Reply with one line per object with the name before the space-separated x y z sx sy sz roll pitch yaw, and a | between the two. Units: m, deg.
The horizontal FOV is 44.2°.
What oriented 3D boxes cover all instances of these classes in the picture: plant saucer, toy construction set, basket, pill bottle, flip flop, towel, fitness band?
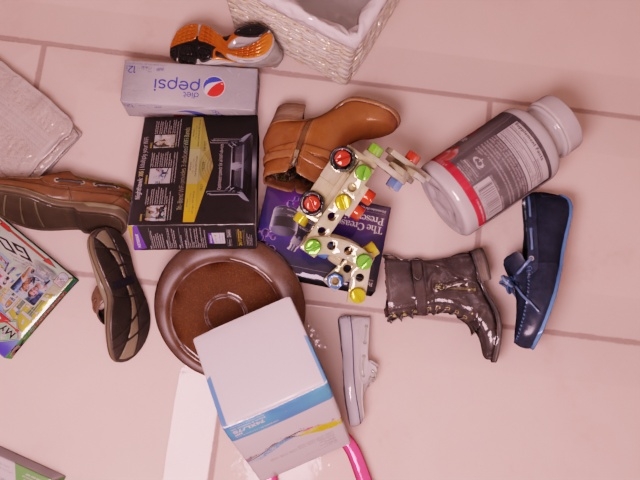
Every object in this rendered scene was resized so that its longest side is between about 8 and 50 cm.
plant saucer | -0.186 0.144 1.580 0.311 0.050 0.310 1 103 3
toy construction set | 0.076 -0.061 1.522 0.215 0.151 0.327 34 80 -4
basket | 0.005 -0.564 1.657 0.328 0.266 0.331 29 81 3
pill bottle | 0.380 -0.164 1.642 0.318 0.176 0.176 -34 83 -7
flip flop | -0.428 0.112 1.615 0.080 0.112 0.277 -14 92 36
towel | -0.672 -0.254 1.693 0.282 0.049 0.187 38 81 5
fitness band | 0.001 0.503 1.576 0.209 0.054 0.291 -19 82 -5

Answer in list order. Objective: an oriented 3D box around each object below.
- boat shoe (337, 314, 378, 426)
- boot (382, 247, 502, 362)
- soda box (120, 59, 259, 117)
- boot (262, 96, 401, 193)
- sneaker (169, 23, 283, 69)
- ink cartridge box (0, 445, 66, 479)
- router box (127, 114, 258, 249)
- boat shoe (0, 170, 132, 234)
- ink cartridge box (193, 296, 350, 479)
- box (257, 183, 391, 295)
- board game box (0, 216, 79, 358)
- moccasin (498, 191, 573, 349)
boat shoe | 0.082 0.262 1.605 0.076 0.083 0.226 -4 79 -1
boot | 0.247 0.140 1.641 0.229 0.091 0.263 -11 76 2
soda box | -0.276 -0.317 1.693 0.286 0.091 0.098 3 79 -1
boot | 0.019 -0.194 1.626 0.283 0.109 0.220 5 49 3
sneaker | -0.202 -0.402 1.714 0.262 0.121 0.099 8 80 24
ink cartridge box | -0.626 0.533 1.532 0.160 0.092 0.219 23 80 3
router box | -0.247 -0.123 1.598 0.243 0.081 0.309 0 51 -2
boat shoe | -0.544 -0.086 1.645 0.307 0.110 0.104 12 51 -8
ink cartridge box | -0.084 0.284 1.475 0.197 0.270 0.198 -23 52 -4
box | 0.000 0.000 1.643 0.261 0.103 0.184 11 82 0
board game box | -0.696 0.064 1.638 0.317 0.046 0.213 38 80 5
moccasin | 0.434 0.059 1.643 0.117 0.137 0.342 15 66 5
